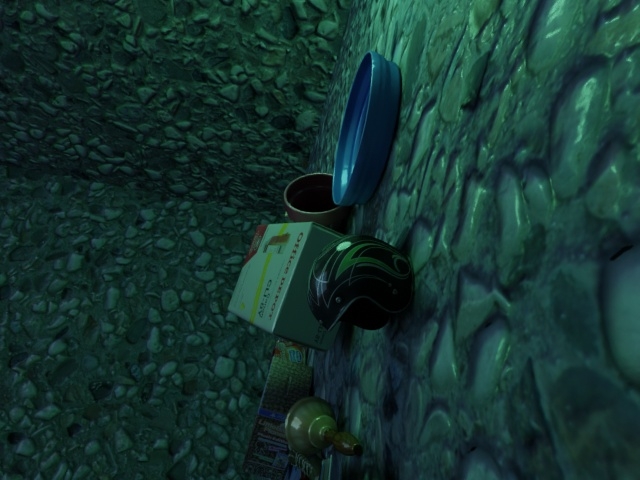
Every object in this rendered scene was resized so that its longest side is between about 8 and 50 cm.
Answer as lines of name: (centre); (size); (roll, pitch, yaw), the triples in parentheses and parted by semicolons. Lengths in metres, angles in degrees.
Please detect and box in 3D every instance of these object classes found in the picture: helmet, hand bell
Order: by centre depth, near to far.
helmet: (0.058, 0.073, 0.763); (0.169, 0.162, 0.169); (-170, 90, -83)
hand bell: (0.024, 0.399, 0.930); (0.242, 0.126, 0.126); (155, 126, -65)

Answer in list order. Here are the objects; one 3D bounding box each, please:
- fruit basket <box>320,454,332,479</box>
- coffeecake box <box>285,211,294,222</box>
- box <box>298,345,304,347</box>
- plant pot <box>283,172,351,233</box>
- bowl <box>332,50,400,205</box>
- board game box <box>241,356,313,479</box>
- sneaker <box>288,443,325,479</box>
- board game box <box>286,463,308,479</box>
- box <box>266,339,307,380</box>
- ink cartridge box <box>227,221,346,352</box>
fruit basket: (-0.015, 0.518, 0.719); (0.353, 0.166, 0.326); (108, 170, -63)
coffeecake box: (-0.030, -0.099, 1.580); (0.068, 0.185, 0.142); (-24, 45, 32)
box: (-0.005, 0.171, 1.393); (0.289, 0.087, 0.169); (-90, 14, -56)
plant pot: (-0.004, -0.079, 1.406); (0.201, 0.202, 0.180); (-87, -5, -46)
bowl: (0.112, -0.276, 1.175); (0.391, 0.077, 0.390); (-170, 90, -83)
board game box: (-0.137, 0.575, 1.481); (0.232, 0.141, 0.290); (-79, 5, -65)
sneaker: (-0.038, 0.548, 1.125); (0.192, 0.086, 0.064); (-154, 75, -82)
board game box: (-0.070, 0.690, 1.398); (0.281, 0.027, 0.145); (108, 168, -48)
box: (-0.134, 0.491, 1.782); (0.256, 0.123, 0.128); (113, 166, -59)
ink cartridge box: (-0.082, 0.104, 1.206); (0.385, 0.161, 0.279); (1, 70, 63)
